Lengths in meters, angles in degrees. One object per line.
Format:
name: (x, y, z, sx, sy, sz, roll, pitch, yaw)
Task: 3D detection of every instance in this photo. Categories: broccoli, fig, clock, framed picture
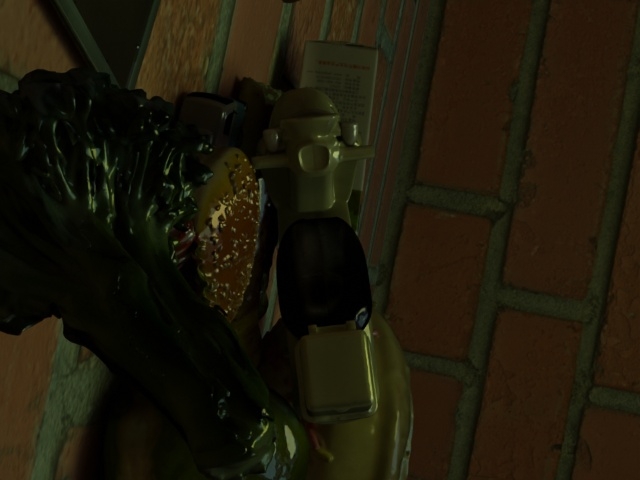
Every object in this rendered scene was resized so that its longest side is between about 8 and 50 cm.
broccoli: (-0.144, 0.020, 0.682, 0.177, 0.198, 0.275, -62, -142, 42)
fig: (-0.143, 0.248, 1.140, 0.275, 0.206, 0.206, -58, 162, -27)
clock: (0.000, 0.000, 1.231, 0.276, 0.120, 0.379, 97, -15, -79)
framed picture: (-0.150, -0.275, 0.932, 0.231, 0.018, 0.293, 74, 28, -69)

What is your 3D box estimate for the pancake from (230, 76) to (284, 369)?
pancake: (-0.077, -0.008, 1.522, 0.305, 0.067, 0.427, -55, 152, -72)

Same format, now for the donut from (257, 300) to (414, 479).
donut: (0.005, 0.232, 1.629, 0.371, 0.150, 0.307, -126, -128, -62)

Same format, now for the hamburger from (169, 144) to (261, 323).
hamburger: (-0.117, 0.010, 1.088, 0.173, 0.116, 0.210, -51, 155, -37)

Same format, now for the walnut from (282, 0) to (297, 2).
walnut: (-0.022, -0.372, 1.229, 0.137, 0.137, 0.245, -59, 157, -65)

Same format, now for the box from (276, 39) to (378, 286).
box: (0.008, -0.095, 1.607, 0.200, 0.106, 0.299, 98, -2, -73)

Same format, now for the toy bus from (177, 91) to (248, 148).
toy bus: (-0.119, -0.091, 1.195, 0.075, 0.060, 0.123, 13, 90, -77)
